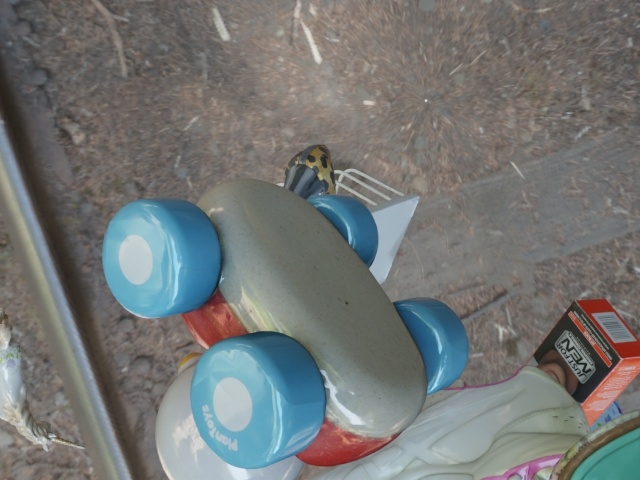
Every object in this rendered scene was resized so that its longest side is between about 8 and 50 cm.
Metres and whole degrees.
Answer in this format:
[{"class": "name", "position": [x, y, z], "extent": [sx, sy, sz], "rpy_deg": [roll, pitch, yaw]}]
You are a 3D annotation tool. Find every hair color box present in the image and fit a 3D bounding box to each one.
[{"class": "hair color box", "position": [0.231, 0.127, 0.701], "extent": [0.043, 0.072, 0.141], "rpy_deg": [0, 132, -28]}]

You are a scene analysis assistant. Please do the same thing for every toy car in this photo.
[{"class": "toy car", "position": [-0.060, 0.100, 0.548], "extent": [0.210, 0.219, 0.238], "rpy_deg": [52, 120, 22]}]

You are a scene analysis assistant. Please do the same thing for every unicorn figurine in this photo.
[{"class": "unicorn figurine", "position": [-0.328, 0.155, 0.811], "extent": [0.111, 0.060, 0.162], "rpy_deg": [14, 127, 49]}]

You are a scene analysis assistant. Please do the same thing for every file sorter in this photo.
[{"class": "file sorter", "position": [0.027, -0.015, 1.399], "extent": [0.173, 0.277, 0.193], "rpy_deg": [30, 114, 21]}]

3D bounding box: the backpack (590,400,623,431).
[{"class": "backpack", "position": [0.379, 0.384, 1.259], "extent": [0.273, 0.355, 0.290], "rpy_deg": [-38, 110, 26]}]

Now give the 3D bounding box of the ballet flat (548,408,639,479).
[{"class": "ballet flat", "position": [0.203, 0.092, 0.338], "extent": [0.221, 0.079, 0.077], "rpy_deg": [-16, 86, 0]}]

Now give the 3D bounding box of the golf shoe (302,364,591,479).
[{"class": "golf shoe", "position": [0.085, 0.200, 0.654], "extent": [0.306, 0.140, 0.115], "rpy_deg": [-18, 125, 16]}]

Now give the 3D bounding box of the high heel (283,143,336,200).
[{"class": "high heel", "position": [0.000, 0.000, 1.080], "extent": [0.093, 0.186, 0.261], "rpy_deg": [8, 143, 22]}]
